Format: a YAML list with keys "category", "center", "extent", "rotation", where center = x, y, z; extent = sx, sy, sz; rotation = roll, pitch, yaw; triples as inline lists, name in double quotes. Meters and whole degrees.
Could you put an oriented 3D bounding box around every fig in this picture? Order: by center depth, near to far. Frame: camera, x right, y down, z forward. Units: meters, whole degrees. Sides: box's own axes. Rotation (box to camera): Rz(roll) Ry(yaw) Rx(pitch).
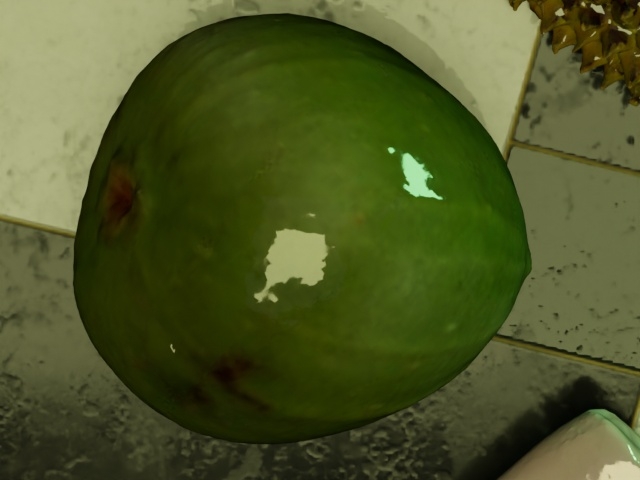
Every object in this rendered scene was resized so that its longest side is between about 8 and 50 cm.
- category: "fig"
  center: [0.000, 0.000, 1.278]
  extent: [0.316, 0.316, 0.316]
  rotation: [0, 102, 1]

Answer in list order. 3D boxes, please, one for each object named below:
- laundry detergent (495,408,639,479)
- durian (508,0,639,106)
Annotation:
- category: "laundry detergent"
  center: [0.140, 0.285, 1.424]
  extent: [0.159, 0.088, 0.335]
  rotation: [43, 100, -8]
- category: "durian"
  center: [0.195, -0.229, 1.303]
  extent: [0.191, 0.112, 0.341]
  rotation: [-25, 100, 5]
